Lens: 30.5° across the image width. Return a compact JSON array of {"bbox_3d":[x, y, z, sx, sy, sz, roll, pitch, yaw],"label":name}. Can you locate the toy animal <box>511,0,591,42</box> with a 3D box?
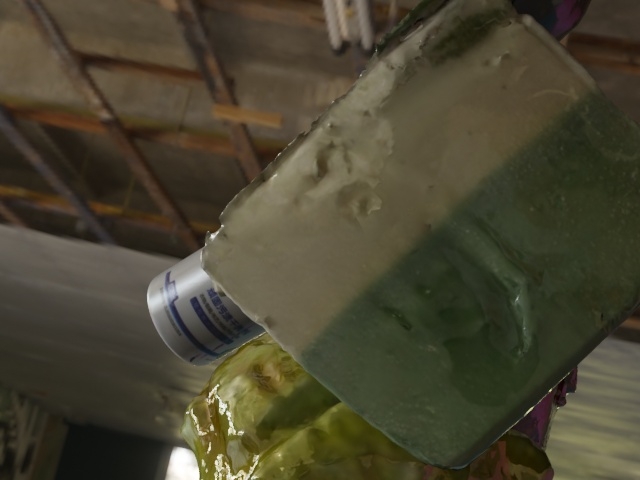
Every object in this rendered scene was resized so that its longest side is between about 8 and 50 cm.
[{"bbox_3d":[0.260,-0.408,1.445,0.251,0.310,0.251,24,24,-11],"label":"toy animal"}]

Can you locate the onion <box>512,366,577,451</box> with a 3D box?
[{"bbox_3d":[0.131,0.110,1.044,0.190,0.246,0.246,-3,-17,5],"label":"onion"}]

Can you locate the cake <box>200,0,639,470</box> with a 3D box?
[{"bbox_3d":[0.039,0.020,0.607,0.158,0.172,0.283,45,-16,2],"label":"cake"}]

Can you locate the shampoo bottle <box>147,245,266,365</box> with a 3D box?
[{"bbox_3d":[0.000,0.000,0.960,0.303,0.092,0.092,-29,-34,22],"label":"shampoo bottle"}]

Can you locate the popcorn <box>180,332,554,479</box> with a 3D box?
[{"bbox_3d":[-0.002,0.190,0.712,0.276,0.276,0.225,27,-8,-41],"label":"popcorn"}]
